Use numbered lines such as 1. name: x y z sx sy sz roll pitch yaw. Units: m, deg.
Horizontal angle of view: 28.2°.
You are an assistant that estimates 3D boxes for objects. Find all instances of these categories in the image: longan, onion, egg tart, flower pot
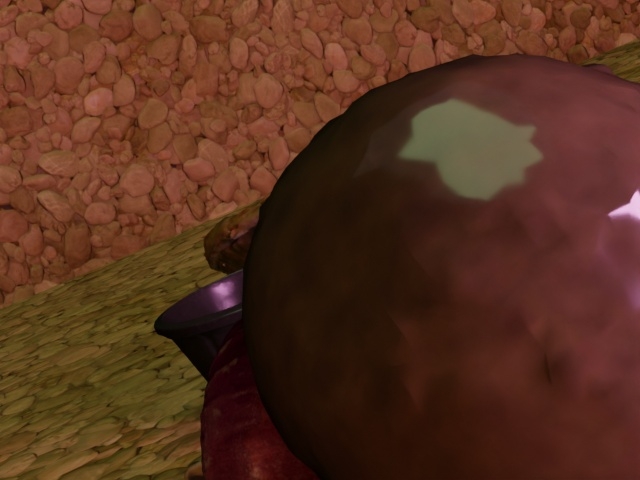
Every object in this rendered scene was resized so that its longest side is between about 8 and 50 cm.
1. longan: 0.143 0.056 0.948 0.404 0.404 0.436 -24 33 -21
2. onion: -0.016 0.171 1.236 0.272 0.231 0.256 -14 10 -7
3. egg tart: 0.000 0.000 2.075 0.387 0.169 0.388 -18 -14 -5
4. flower pot: -0.074 0.130 1.719 0.269 0.166 0.269 -23 8 3
